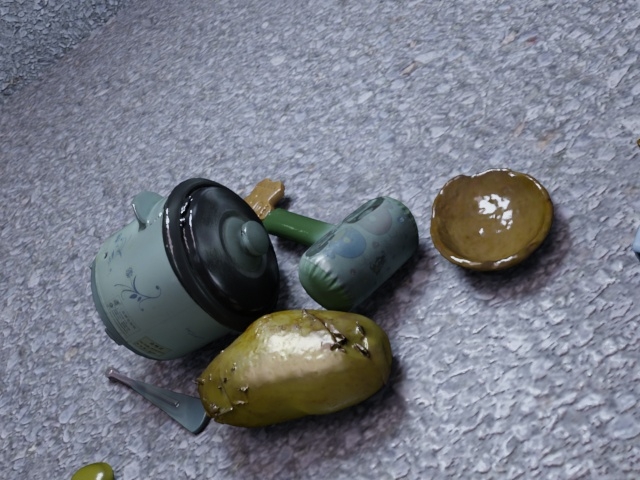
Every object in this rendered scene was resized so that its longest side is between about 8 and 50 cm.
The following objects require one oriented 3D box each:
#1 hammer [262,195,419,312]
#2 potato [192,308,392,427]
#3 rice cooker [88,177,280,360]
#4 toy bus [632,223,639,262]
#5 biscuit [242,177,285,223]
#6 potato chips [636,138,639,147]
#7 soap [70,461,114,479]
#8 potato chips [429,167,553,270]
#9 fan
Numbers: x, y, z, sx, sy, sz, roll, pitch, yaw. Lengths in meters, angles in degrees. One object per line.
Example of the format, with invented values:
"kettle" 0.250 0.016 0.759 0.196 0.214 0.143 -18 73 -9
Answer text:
"hammer" 0.000 0.000 1.195 0.206 0.119 0.335 -37 29 -23
"potato" -0.044 0.186 1.044 0.300 0.140 0.173 -17 43 17
"rice cooker" -0.213 0.048 1.177 0.316 0.317 0.264 -15 25 24
"toy bus" 0.517 -0.081 0.917 0.136 0.109 0.330 3 56 48
"biscuit" -0.141 -0.048 1.383 0.184 0.027 0.133 -48 32 0
"potato chips" 0.507 -0.178 0.919 0.204 0.037 0.026 -36 37 18
"soap" -0.380 0.425 1.141 0.088 0.045 0.140 -18 46 28
"potato chips" 0.255 -0.025 1.078 0.195 0.062 0.208 -44 41 -14
"fan" -0.292 0.271 1.231 0.281 0.023 0.057 9 69 39
